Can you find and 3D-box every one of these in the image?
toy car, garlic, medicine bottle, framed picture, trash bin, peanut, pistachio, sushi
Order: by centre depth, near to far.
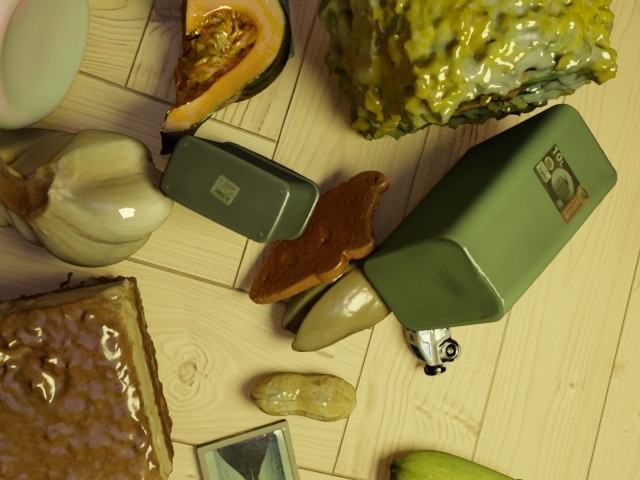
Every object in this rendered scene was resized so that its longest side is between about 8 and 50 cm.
[{"bbox_3d":[-0.480,-0.296,0.651,0.301,0.241,0.241,22,83,-4],"label":"medicine bottle"},{"bbox_3d":[-0.323,-0.063,0.721,0.281,0.203,0.185,5,118,23],"label":"garlic"},{"bbox_3d":[-0.101,-0.070,0.741,0.176,0.236,0.101,28,98,5],"label":"trash bin"},{"bbox_3d":[0.185,-0.278,0.744,0.351,0.396,0.240,-13,95,-8],"label":"sushi"},{"bbox_3d":[0.251,-0.026,0.782,0.343,0.223,0.158,-43,100,-33],"label":"trash bin"},{"bbox_3d":[-0.023,0.247,0.834,0.174,0.080,0.080,7,87,-15],"label":"peanut"},{"bbox_3d":[0.040,0.093,0.836,0.226,0.136,0.136,-32,96,-11],"label":"pistachio"},{"bbox_3d":[-0.104,0.405,0.843,0.150,0.015,0.203,-12,91,-14],"label":"framed picture"},{"bbox_3d":[0.184,0.141,0.889,0.070,0.080,0.171,-6,91,-13],"label":"toy car"}]

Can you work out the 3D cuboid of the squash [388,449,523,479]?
[{"bbox_3d":[0.222,0.424,0.865,0.247,0.132,0.133,23,83,-12],"label":"squash"}]

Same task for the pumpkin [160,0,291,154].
[{"bbox_3d":[-0.176,-0.282,0.780,0.280,0.139,0.190,-40,100,-14],"label":"pumpkin"}]

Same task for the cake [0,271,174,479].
[{"bbox_3d":[-0.331,0.193,0.657,0.255,0.290,0.282,-13,95,-13],"label":"cake"}]

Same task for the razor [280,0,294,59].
[{"bbox_3d":[-0.064,-0.406,0.870,0.084,0.036,0.211,-6,96,10],"label":"razor"}]

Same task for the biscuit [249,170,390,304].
[{"bbox_3d":[0.000,0.000,0.812,0.280,0.183,0.043,-47,131,1],"label":"biscuit"}]
